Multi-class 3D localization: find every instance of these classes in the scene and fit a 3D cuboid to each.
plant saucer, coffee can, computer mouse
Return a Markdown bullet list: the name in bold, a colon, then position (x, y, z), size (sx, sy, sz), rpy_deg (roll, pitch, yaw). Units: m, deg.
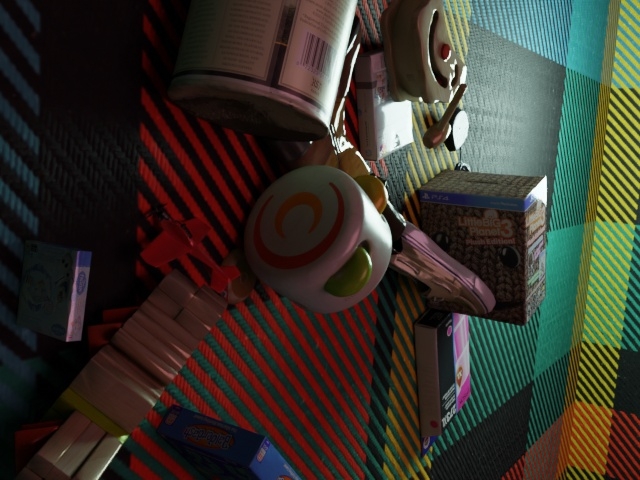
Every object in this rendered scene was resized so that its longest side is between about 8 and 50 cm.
- **plant saucer**: position (-0.115, 0.053, 1.047), size (0.083, 0.015, 0.083), rpy_deg (-18, 112, -55)
- **coffee can**: position (-0.058, -0.283, 0.886), size (0.201, 0.201, 0.275), rpy_deg (22, 79, -57)
- **computer mouse**: position (0.305, -0.208, 1.635), size (0.071, 0.041, 0.242), rpy_deg (-52, 145, -25)

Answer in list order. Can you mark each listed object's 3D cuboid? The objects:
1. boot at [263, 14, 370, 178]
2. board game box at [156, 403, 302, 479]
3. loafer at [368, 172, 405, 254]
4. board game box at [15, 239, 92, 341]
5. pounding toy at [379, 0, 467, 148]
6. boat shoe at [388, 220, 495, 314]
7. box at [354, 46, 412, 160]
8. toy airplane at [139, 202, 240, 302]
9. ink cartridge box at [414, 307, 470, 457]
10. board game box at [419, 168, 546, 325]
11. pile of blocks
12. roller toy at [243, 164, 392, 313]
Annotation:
- **boot**: position (0.037, -0.181, 1.161), size (0.280, 0.096, 0.264), rpy_deg (49, 54, -53)
- **board game box**: position (-0.106, 0.312, 0.988), size (0.047, 0.160, 0.210), rpy_deg (-60, 141, -29)
- **loafer**: position (0.116, -0.043, 1.285), size (0.220, 0.078, 0.080), rpy_deg (71, 37, -61)
- **board game box**: position (-0.271, 0.049, 0.732), size (0.020, 0.090, 0.090), rpy_deg (7, 92, -54)
- **pounding toy**: position (0.218, -0.313, 1.282), size (0.154, 0.155, 0.269), rpy_deg (-40, 129, -40)
- **boat shoe**: position (0.230, 0.073, 1.465), size (0.302, 0.109, 0.094), rpy_deg (37, 81, -22)
- **box**: position (0.118, -0.254, 1.321), size (0.145, 0.038, 0.186), rpy_deg (-33, 123, -49)
- **toy airplane**: position (-0.156, 0.015, 0.894), size (0.151, 0.028, 0.151), rpy_deg (37, 30, -26)
- **ink cartridge box**: position (0.291, 0.321, 1.710), size (0.176, 0.069, 0.371), rpy_deg (-35, 128, -49)
- **board game box**: position (0.355, 0.009, 1.574), size (0.141, 0.232, 0.291), rpy_deg (-36, 125, -49)
- **pile of blocks**: position (-0.241, 0.158, 0.819), size (0.112, 0.149, 0.362), rpy_deg (40, 41, -5)
- **roller toy**: position (0.000, 0.000, 1.052), size (0.146, 0.191, 0.209), rpy_deg (43, 45, -52)
